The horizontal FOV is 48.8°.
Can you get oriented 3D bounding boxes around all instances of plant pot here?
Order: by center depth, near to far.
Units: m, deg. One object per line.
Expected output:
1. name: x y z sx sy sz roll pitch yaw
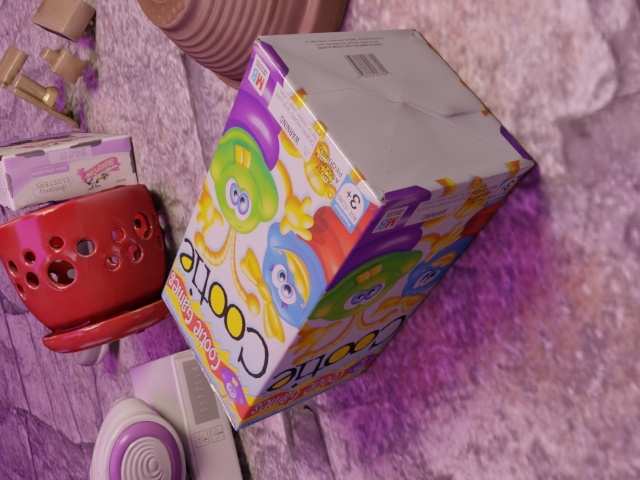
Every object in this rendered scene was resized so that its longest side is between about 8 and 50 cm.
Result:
1. plant pot: -0.090 -0.241 0.593 0.237 0.109 0.238 22 119 48
2. plant pot: -0.282 0.038 0.871 0.191 0.191 0.174 -14 94 53

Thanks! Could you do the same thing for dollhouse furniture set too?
1. dollhouse furniture set: -0.354 -0.248 1.000 0.144 0.123 0.151 29 89 44

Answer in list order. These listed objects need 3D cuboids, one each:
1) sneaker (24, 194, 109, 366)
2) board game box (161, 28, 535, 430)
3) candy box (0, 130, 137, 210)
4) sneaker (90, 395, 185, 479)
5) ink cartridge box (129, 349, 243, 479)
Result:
1. sneaker: -0.393 0.067 1.083 0.105 0.115 0.282 17 115 49
2. board game box: 0.000 0.000 0.530 0.142 0.144 0.275 55 140 23
3. candy box: -0.367 -0.100 0.952 0.196 0.164 0.070 13 114 49
4. sneaker: -0.214 0.332 0.841 0.152 0.114 0.305 20 108 62
5. ink cartridge box: -0.189 0.303 0.925 0.261 0.066 0.297 -24 77 52
